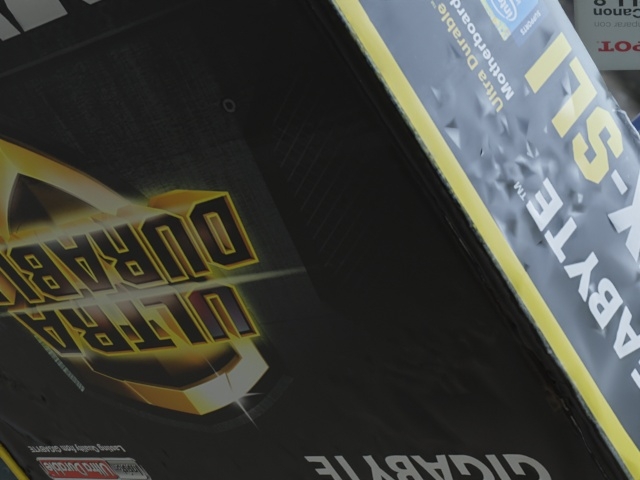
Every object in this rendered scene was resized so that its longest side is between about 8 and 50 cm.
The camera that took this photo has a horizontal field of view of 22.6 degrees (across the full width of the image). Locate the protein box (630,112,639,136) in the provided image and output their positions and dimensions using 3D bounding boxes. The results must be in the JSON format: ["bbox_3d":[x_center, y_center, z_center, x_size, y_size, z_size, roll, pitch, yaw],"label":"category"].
[{"bbox_3d":[0.382,-0.036,1.570,0.201,0.200,0.136,51,-11,-9],"label":"protein box"}]

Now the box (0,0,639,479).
[{"bbox_3d":[-0.059,-0.026,0.511,0.079,0.322,0.257,-46,113,-35],"label":"box"}]

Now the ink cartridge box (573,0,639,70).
[{"bbox_3d":[0.206,-0.199,0.893,0.128,0.176,0.127,1,45,13],"label":"ink cartridge box"}]

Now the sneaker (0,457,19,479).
[{"bbox_3d":[-0.147,0.006,0.880,0.090,0.270,0.145,24,-8,-32],"label":"sneaker"}]
